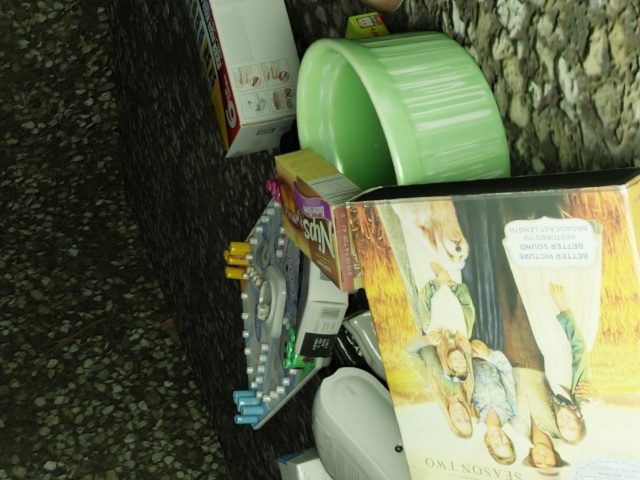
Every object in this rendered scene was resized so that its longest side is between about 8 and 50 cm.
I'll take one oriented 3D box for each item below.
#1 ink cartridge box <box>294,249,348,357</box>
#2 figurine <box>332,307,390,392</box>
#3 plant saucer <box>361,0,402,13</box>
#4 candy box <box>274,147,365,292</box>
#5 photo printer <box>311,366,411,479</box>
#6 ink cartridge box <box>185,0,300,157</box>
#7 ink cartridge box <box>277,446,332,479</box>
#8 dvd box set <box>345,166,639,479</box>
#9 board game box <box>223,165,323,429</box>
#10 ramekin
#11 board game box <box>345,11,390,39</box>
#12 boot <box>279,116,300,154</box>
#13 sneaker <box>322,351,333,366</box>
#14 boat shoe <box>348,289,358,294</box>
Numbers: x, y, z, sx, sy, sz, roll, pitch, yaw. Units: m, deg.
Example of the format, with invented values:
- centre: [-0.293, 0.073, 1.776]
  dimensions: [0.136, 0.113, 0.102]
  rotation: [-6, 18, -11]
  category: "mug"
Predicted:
- centre: [0.004, -0.023, 1.522]
  dimensions: [0.176, 0.069, 0.371]
  rotation: [105, 167, -58]
  category: "ink cartridge box"
- centre: [0.102, 0.207, 1.528]
  dimensions: [0.210, 0.092, 0.215]
  rotation: [65, 161, 3]
  category: "figurine"
- centre: [0.054, -0.382, 1.236]
  dimensions: [0.198, 0.036, 0.199]
  rotation: [164, 90, -73]
  category: "plant saucer"
- centre: [0.006, -0.028, 1.159]
  dimensions: [0.187, 0.053, 0.109]
  rotation: [-133, 32, -58]
  category: "candy box"
- centre: [0.102, 0.340, 1.443]
  dimensions: [0.307, 0.107, 0.256]
  rotation: [44, 156, 30]
  category: "photo printer"
- centre: [-0.134, -0.314, 1.690]
  dimensions: [0.272, 0.130, 0.310]
  rotation: [141, 115, -74]
  category: "ink cartridge box"
- centre: [0.039, 0.387, 1.670]
  dimensions: [0.139, 0.190, 0.082]
  rotation: [158, 98, -72]
  category: "ink cartridge box"
- centre: [0.198, 0.146, 0.950]
  dimensions: [0.307, 0.062, 0.421]
  rotation: [-1, 109, 42]
  category: "dvd box set"
- centre: [-0.101, 0.113, 1.838]
  dimensions: [0.390, 0.050, 0.390]
  rotation: [128, 141, -57]
  category: "board game box"
- centre: [0.095, -0.101, 1.161]
  dimensions: [0.303, 0.148, 0.304]
  rotation: [165, 90, -72]
  category: "ramekin"
- centre: [0.062, -0.210, 1.341]
  dimensions: [0.181, 0.043, 0.092]
  rotation: [101, 149, -55]
  category: "board game box"
- centre: [-0.038, -0.157, 1.565]
  dimensions: [0.099, 0.045, 0.121]
  rotation: [99, 167, -50]
  category: "boot"
- centre: [-0.034, 0.126, 1.866]
  dimensions: [0.282, 0.102, 0.161]
  rotation: [-157, 67, -67]
  category: "sneaker"
- centre: [0.000, 0.000, 1.660]
  dimensions: [0.078, 0.070, 0.219]
  rotation: [106, 145, -58]
  category: "boat shoe"
